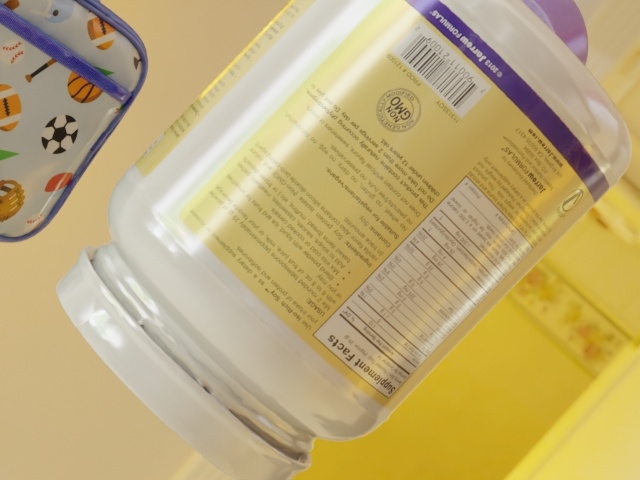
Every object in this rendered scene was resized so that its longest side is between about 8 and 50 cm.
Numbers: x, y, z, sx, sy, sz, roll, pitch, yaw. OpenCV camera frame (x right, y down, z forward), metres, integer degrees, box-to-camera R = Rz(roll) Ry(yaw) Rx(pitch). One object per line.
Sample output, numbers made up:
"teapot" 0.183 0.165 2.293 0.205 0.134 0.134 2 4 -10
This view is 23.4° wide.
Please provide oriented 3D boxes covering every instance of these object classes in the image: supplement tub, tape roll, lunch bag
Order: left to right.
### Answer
"lunch bag" -0.296 -0.149 1.260 0.115 0.243 0.303 38 -178 41
"supplement tub" 0.013 -0.021 1.020 0.241 0.331 0.241 44 -177 -2
"tape roll" 0.251 -0.257 2.040 0.189 0.189 0.080 42 -140 14
